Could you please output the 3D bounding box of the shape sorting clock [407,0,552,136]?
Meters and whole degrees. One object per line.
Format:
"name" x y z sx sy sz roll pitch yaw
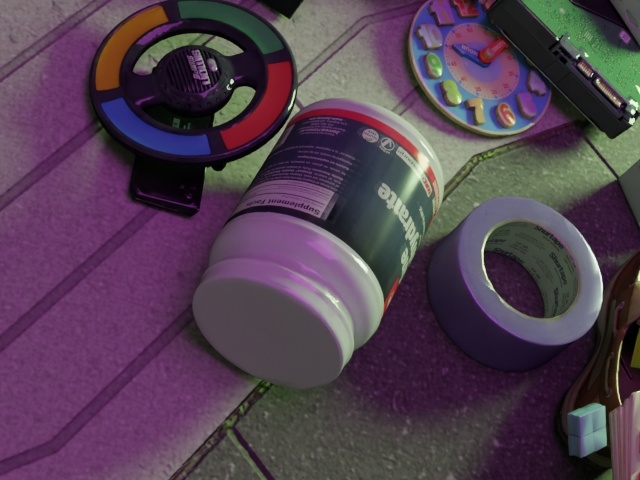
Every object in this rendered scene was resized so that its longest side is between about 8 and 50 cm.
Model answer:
"shape sorting clock" 0.203 -0.225 1.955 0.206 0.040 0.206 12 58 -20

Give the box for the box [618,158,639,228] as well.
"box" 0.451 -0.061 1.956 0.101 0.087 0.102 -8 66 -30

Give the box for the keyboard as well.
"keyboard" -0.148 -0.108 1.728 0.108 0.023 0.180 14 58 -12

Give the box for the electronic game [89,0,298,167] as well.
"electronic game" -0.139 -0.176 1.714 0.229 0.048 0.229 1 58 -2

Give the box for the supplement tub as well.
"supplement tub" 0.000 0.000 1.632 0.191 0.191 0.272 34 53 -6

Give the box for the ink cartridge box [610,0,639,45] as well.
"ink cartridge box" 0.444 -0.310 2.024 0.122 0.052 0.088 -30 85 -40

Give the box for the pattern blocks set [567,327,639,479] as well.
"pattern blocks set" 0.380 0.222 1.698 0.325 0.026 0.285 -27 114 -38

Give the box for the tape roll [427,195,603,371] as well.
"tape roll" 0.222 0.049 1.785 0.189 0.080 0.189 13 57 -21

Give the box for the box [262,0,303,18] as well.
"box" -0.047 -0.425 1.907 0.184 0.103 0.261 31 53 -5

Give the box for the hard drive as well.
"hard drive" 0.379 -0.313 2.057 0.237 0.064 0.339 43 49 -6

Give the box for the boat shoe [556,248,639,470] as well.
"boat shoe" 0.382 0.120 1.798 0.122 0.120 0.324 33 54 -6

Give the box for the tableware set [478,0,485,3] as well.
"tableware set" 0.194 -0.382 1.979 0.169 0.020 0.141 57 44 -18
